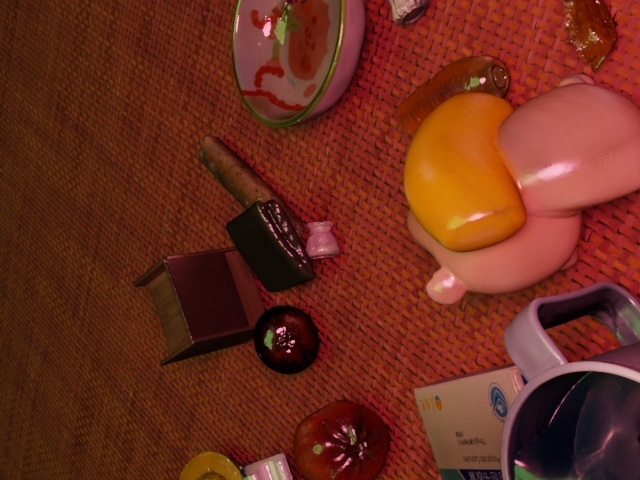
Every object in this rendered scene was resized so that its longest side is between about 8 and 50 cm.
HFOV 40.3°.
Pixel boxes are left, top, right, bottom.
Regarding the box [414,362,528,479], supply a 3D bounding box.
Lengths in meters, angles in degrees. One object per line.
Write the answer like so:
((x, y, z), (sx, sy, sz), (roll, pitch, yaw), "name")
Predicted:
((0.248, 0.284, 1.240), (0.343, 0.065, 0.200), (137, 118, -69), "box")

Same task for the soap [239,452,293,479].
((-0.071, 0.540, 1.658), (0.150, 0.094, 0.262), (99, 152, -76), "soap")

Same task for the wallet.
((-0.095, 0.013, 1.596), (0.169, 0.052, 0.245), (57, 157, -4), "wallet")

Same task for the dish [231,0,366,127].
((-0.017, -0.351, 1.486), (0.324, 0.124, 0.324), (0, 90, 52), "dish")

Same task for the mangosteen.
((-0.066, 0.183, 1.626), (0.140, 0.140, 0.140), (9, 102, 46), "mangosteen")

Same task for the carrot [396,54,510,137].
((0.193, -0.218, 1.308), (0.193, 0.087, 0.087), (-16, 84, 49), "carrot")

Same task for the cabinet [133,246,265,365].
((-0.221, 0.124, 1.702), (0.148, 0.215, 0.175), (-33, 73, 45), "cabinet")

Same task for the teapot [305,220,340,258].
((0.000, 0.000, 1.567), (0.083, 0.064, 0.064), (135, 129, -76), "teapot")

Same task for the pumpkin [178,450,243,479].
((-0.195, 0.550, 1.827), (0.217, 0.110, 0.218), (-9, 77, 43), "pumpkin")

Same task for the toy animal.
((0.266, -0.065, 1.179), (0.277, 0.345, 0.247), (54, 168, 52), "toy animal")

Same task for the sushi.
((0.353, -0.279, 1.153), (0.060, 0.061, 0.118), (-35, 50, 52), "sushi")

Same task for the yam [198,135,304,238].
((-0.139, -0.099, 1.688), (0.317, 0.067, 0.071), (46, 124, 31), "yam")

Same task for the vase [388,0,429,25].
((0.113, -0.411, 1.371), (0.081, 0.081, 0.149), (-43, 68, 41), "vase")

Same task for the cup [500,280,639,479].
((0.378, 0.224, 1.010), (0.331, 0.311, 0.257), (26, 114, 42), "cup")

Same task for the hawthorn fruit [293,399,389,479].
((0.024, 0.358, 1.527), (0.194, 0.157, 0.157), (-15, 85, 57), "hawthorn fruit")
